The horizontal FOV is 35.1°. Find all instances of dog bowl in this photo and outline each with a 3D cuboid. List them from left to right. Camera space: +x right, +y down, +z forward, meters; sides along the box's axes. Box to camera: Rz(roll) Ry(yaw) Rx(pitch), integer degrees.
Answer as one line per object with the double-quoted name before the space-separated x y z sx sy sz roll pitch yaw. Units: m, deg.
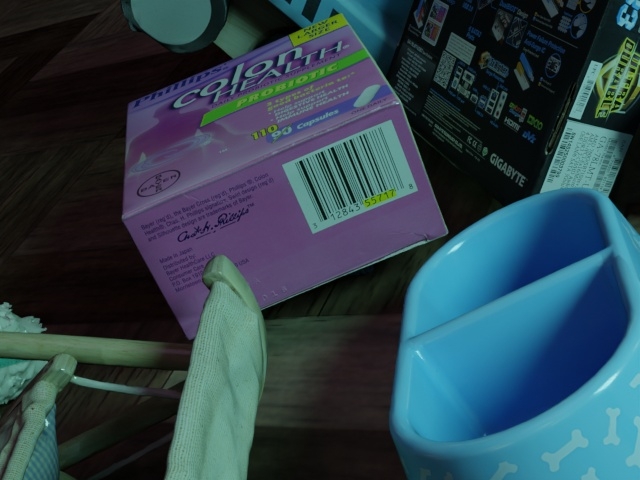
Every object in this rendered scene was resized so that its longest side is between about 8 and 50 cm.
"dog bowl" 0.118 0.059 0.559 0.166 0.074 0.297 -27 16 18

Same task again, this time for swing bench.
"swing bench" -0.152 0.167 0.591 0.254 0.165 0.253 -12 33 14

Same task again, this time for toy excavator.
"toy excavator" 0.089 -0.298 0.998 0.445 0.433 0.222 -42 21 33

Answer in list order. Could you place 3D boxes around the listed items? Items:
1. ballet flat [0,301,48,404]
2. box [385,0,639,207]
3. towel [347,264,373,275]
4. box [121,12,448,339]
"ballet flat" -0.395 0.089 0.943 0.409 0.147 0.147 10 46 40
"box" 0.167 -0.196 0.789 0.073 0.293 0.295 11 20 -23
"towel" 0.000 0.000 0.844 0.119 0.029 0.067 -1 39 36
"box" -0.039 -0.064 0.826 0.213 0.117 0.243 -22 28 3
